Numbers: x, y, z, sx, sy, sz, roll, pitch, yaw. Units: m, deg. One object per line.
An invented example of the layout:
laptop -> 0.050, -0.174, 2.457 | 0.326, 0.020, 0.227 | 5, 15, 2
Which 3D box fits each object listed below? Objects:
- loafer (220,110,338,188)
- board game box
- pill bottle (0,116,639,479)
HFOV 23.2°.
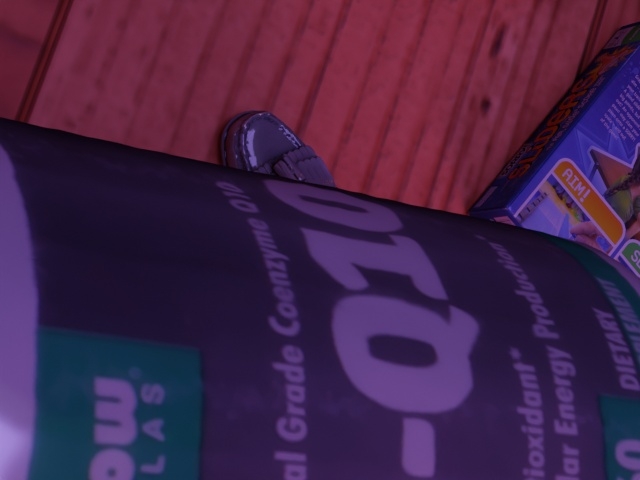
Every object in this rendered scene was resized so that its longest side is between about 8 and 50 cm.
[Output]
loafer -> 0.000, 0.000, 0.665 | 0.045, 0.039, 0.125 | -30, 101, -26
board game box -> 0.179, 0.010, 0.763 | 0.201, 0.035, 0.136 | 49, 67, -17
pill bottle -> -0.069, 0.071, 0.485 | 0.361, 0.204, 0.204 | 10, 82, -32
